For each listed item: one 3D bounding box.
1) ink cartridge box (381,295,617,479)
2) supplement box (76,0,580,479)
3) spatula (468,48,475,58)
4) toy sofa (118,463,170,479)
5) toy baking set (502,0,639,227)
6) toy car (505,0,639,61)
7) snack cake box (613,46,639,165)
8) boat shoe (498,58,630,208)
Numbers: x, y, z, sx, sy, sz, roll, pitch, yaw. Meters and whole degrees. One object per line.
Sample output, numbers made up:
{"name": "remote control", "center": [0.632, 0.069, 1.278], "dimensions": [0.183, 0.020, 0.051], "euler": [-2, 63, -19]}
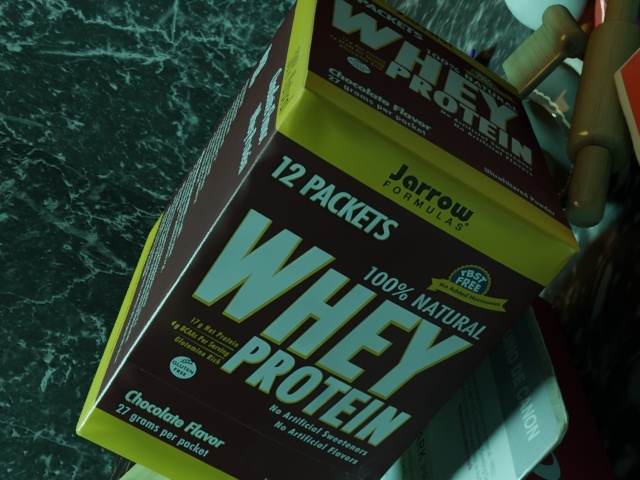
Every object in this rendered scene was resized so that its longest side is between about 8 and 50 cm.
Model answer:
{"name": "ink cartridge box", "center": [0.077, 0.135, 0.607], "dimensions": [0.272, 0.130, 0.309], "euler": [-54, 15, 24]}
{"name": "supplement box", "center": [0.000, 0.000, 0.509], "dimensions": [0.194, 0.129, 0.191], "euler": [-54, 14, 25]}
{"name": "spatula", "center": [0.165, -0.156, 1.077], "dimensions": [0.084, 0.030, 0.296], "euler": [-61, 12, 8]}
{"name": "toy sofa", "center": [-0.108, 0.270, 1.186], "dimensions": [0.150, 0.177, 0.362], "euler": [-43, -4, -38]}
{"name": "toy baking set", "center": [0.097, -0.021, 0.552], "dimensions": [0.197, 0.030, 0.256], "euler": [-45, 20, 47]}
{"name": "toy car", "center": [0.214, -0.155, 0.652], "dimensions": [0.182, 0.159, 0.136], "euler": [157, 102, -72]}
{"name": "snack cake box", "center": [0.233, -0.073, 0.362], "dimensions": [0.264, 0.089, 0.152], "euler": [-49, 40, 49]}
{"name": "boat shoe", "center": [0.133, -0.065, 0.778], "dimensions": [0.095, 0.112, 0.335], "euler": [-27, 6, -1]}
